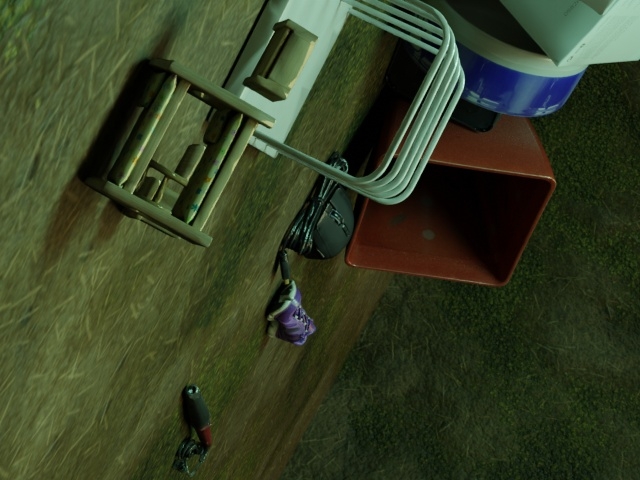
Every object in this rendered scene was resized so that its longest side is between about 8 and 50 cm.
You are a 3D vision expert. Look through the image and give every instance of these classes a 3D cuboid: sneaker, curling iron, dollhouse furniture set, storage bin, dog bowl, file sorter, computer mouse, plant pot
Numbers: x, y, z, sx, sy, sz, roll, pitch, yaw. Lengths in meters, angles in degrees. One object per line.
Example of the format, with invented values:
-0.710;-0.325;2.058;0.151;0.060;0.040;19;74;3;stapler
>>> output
-0.038;0.115;2.194;0.068;0.071;0.170;-60;171;-19;sneaker
-0.170;0.256;1.948;0.068;0.035;0.274;-59;171;-27;curling iron
-0.107;-0.101;1.133;0.182;0.101;0.161;-62;-164;-6;dollhouse furniture set
0.202;-0.257;2.115;0.084;0.180;0.122;-53;167;-52;storage bin
0.248;-0.292;1.987;0.265;0.265;0.104;-52;171;-52;dog bowl
0.032;-0.152;1.429;0.193;0.173;0.277;-64;171;1;file sorter
0.000;0.000;2.102;0.184;0.060;0.262;-61;171;-21;computer mouse
0.192;-0.114;2.232;0.267;0.267;0.236;108;-13;-50;plant pot

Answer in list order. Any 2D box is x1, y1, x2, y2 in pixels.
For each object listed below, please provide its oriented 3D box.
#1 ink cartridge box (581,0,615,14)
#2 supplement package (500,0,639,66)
0.286;-0.459;1.390;0.166;0.285;0.395;-55;180;-41;ink cartridge box
0.367;-0.367;1.859;0.199;0.198;0.262;-48;160;31;supplement package
